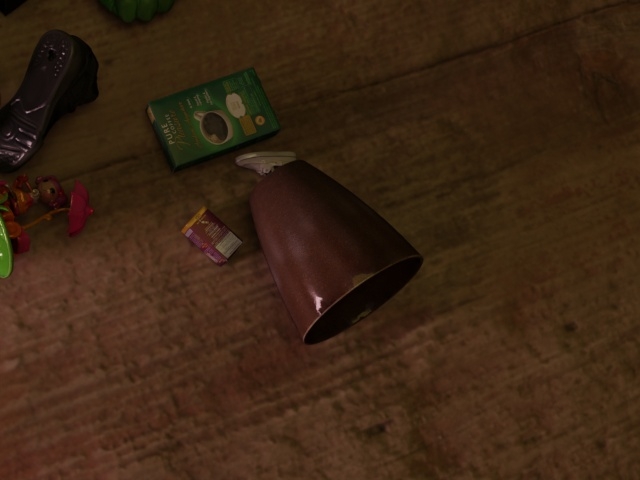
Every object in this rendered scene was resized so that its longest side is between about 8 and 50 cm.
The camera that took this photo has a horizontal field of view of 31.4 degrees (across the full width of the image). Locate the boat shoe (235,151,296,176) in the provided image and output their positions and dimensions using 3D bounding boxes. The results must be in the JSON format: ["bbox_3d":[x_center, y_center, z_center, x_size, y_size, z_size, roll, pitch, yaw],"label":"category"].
[{"bbox_3d":[-0.084,-0.117,1.776,0.100,0.035,0.035,-3,76,-24],"label":"boat shoe"}]

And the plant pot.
[{"bbox_3d":[0.000,0.000,1.702,0.215,0.215,0.230,-30,73,-20],"label":"plant pot"}]

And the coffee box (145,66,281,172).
[{"bbox_3d":[-0.166,-0.187,1.762,0.184,0.040,0.113,-23,85,-20],"label":"coffee box"}]

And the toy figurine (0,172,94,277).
[{"bbox_3d":[-0.413,-0.048,1.640,0.159,0.130,0.173,-22,60,-33],"label":"toy figurine"}]

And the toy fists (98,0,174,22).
[{"bbox_3d":[-0.240,-0.456,1.770,0.142,0.096,0.279,43,69,-6],"label":"toy fists"}]

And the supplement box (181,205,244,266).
[{"bbox_3d":[-0.163,-0.006,1.716,0.083,0.055,0.043,43,70,-5],"label":"supplement box"}]

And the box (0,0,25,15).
[{"bbox_3d":[-0.435,-0.496,1.716,0.261,0.103,0.184,-43,91,-21],"label":"box"}]

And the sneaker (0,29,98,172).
[{"bbox_3d":[-0.398,-0.195,1.673,0.087,0.130,0.227,32,98,17],"label":"sneaker"}]
